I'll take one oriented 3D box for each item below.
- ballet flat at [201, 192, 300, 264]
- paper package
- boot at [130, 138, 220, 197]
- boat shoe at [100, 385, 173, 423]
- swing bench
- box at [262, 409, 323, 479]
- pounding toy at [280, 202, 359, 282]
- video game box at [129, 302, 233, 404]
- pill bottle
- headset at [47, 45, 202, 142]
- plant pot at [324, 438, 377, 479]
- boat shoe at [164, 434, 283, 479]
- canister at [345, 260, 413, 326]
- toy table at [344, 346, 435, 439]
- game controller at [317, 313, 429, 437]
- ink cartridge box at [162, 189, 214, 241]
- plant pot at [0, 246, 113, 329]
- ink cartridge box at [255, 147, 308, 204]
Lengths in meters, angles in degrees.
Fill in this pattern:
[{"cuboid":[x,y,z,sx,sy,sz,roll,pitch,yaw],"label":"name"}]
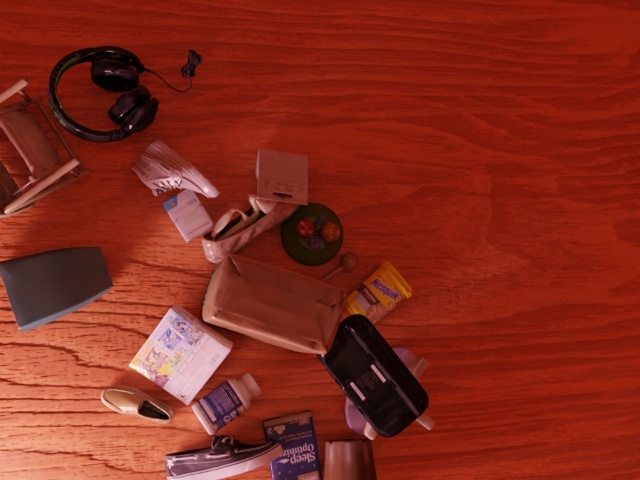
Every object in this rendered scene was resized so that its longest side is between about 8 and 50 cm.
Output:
[{"cuboid":[-0.187,-0.060,1.771,0.316,0.107,0.106,-39,124,-16],"label":"ballet flat"},{"cuboid":[-0.135,0.166,1.650,0.309,0.325,0.168,19,78,-11],"label":"paper package"},{"cuboid":[-0.387,-0.157,1.725,0.258,0.095,0.123,36,82,25],"label":"boot"},{"cuboid":[-0.465,0.417,1.664,0.189,0.072,0.068,19,79,-11],"label":"boat shoe"},{"cuboid":[-0.765,-0.222,1.634,0.254,0.165,0.253,-33,92,-10],"label":"swing bench"},{"cuboid":[-0.072,0.585,1.760,0.136,0.036,0.225,-9,86,-15],"label":"box"},{"cuboid":[0.000,0.000,1.818,0.182,0.110,0.237,-27,89,-16],"label":"pounding toy"},{"cuboid":[-0.358,0.293,1.678,0.187,0.048,0.205,36,105,-9],"label":"video game box"},{"cuboid":[-0.242,0.421,1.708,0.169,0.094,0.094,-34,91,-16],"label":"pill bottle"},{"cuboid":[-0.503,-0.407,1.708,0.394,0.185,0.244,-23,89,-30],"label":"headset"},{"cuboid":[0.077,0.614,1.735,0.166,0.167,0.165,1,75,-14],"label":"plant pot"},{"cuboid":[-0.250,0.550,1.681,0.301,0.108,0.102,-14,82,-2],"label":"boat shoe"},{"cuboid":[0.161,0.160,1.857,0.170,0.073,0.126,-41,93,-14],"label":"canister"},{"cuboid":[0.188,0.416,1.784,0.252,0.161,0.274,29,78,-9],"label":"toy table"},{"cuboid":[0.134,0.348,1.675,0.166,0.067,0.319,-38,92,1],"label":"game controller"},{"cuboid":[-0.357,-0.068,1.768,0.088,0.052,0.122,-32,89,-16],"label":"ink cartridge box"},{"cuboid":[-0.647,0.108,1.619,0.234,0.165,0.166,-18,87,-24],"label":"plant pot"},{"cuboid":[-0.107,-0.168,1.814,0.145,0.045,0.179,8,57,-13],"label":"ink cartridge box"}]
